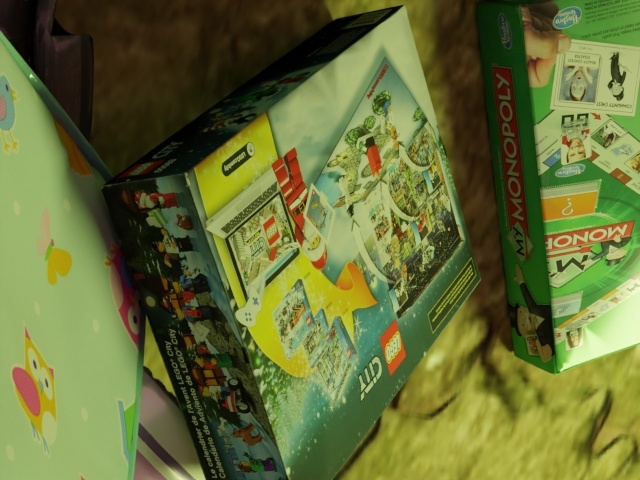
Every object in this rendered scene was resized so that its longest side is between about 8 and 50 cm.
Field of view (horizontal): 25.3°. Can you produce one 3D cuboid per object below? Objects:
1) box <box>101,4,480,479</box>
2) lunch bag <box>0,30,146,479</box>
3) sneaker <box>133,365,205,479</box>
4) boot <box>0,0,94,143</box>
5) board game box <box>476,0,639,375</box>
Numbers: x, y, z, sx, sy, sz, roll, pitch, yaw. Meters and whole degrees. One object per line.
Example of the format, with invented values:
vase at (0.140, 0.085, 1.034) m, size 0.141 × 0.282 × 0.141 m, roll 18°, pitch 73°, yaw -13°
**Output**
box at (0.000, 0.000, 0.670) m, size 0.233 × 0.044 × 0.159 m, roll -44°, pitch 123°, yaw -54°
lunch bag at (-0.156, 0.007, 0.486) m, size 0.107 × 0.224 × 0.279 m, roll -13°, pitch 143°, yaw 12°
sneaker at (-0.082, 0.175, 0.697) m, size 0.161 × 0.102 × 0.282 m, roll -47°, pitch 126°, yaw -9°
boot at (-0.214, -0.118, 0.580) m, size 0.229 × 0.091 × 0.263 m, roll -11°, pitch 107°, yaw -26°
board game box at (0.247, -0.066, 0.860) m, size 0.317 × 0.046 × 0.214 m, roll -15°, pitch 108°, yaw -25°
